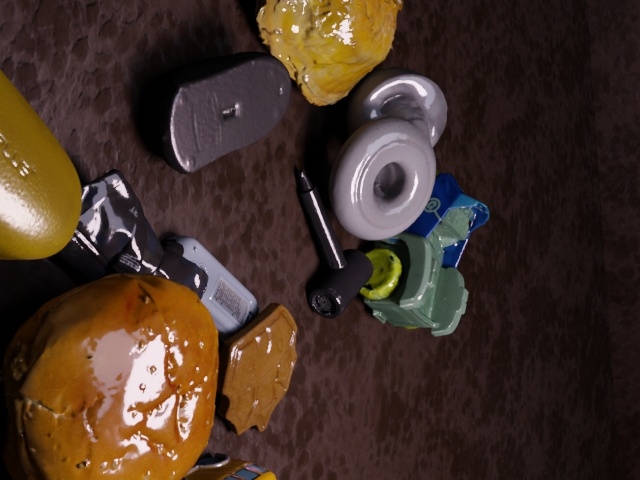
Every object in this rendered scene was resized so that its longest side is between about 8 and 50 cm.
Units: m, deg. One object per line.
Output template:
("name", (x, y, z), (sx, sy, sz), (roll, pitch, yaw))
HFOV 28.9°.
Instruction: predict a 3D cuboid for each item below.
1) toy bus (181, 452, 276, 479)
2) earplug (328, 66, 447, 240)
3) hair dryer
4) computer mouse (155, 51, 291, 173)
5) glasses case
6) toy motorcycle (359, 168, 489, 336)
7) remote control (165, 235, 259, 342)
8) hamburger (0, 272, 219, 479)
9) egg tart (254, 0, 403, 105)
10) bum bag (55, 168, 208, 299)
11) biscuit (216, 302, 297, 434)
("toy bus", (-0.148, 0.391, 1.763), (0.209, 0.136, 0.126), (-19, 108, -57))
("earplug", (0.108, -0.155, 2.130), (0.214, 0.175, 0.325), (47, 49, -41))
("hair dryer", (0.000, 0.000, 2.089), (0.128, 0.070, 0.255), (-52, 127, -45))
("computer mouse", (-0.152, -0.192, 1.778), (0.270, 0.086, 0.137), (-32, 124, -45))
("glasses case", (-0.389, -0.105, 1.319), (0.371, 0.141, 0.173), (56, 46, -45))
("toy motorcycle", (0.201, -0.001, 2.289), (0.191, 0.200, 0.326), (40, 59, -53))
("remote control", (-0.160, 0.076, 1.816), (0.244, 0.047, 0.087), (48, 55, -49))
("hamburger", (-0.256, 0.182, 1.503), (0.314, 0.170, 0.290), (-17, 111, -48))
("egg tart", (0.031, -0.394, 2.027), (0.351, 0.153, 0.339), (62, 38, -44))
("bum bag", (-0.248, 0.027, 1.627), (0.137, 0.074, 0.310), (-52, 137, -16))
("biscuit", (-0.093, 0.211, 1.901), (0.182, 0.034, 0.215), (-38, 139, -41))
